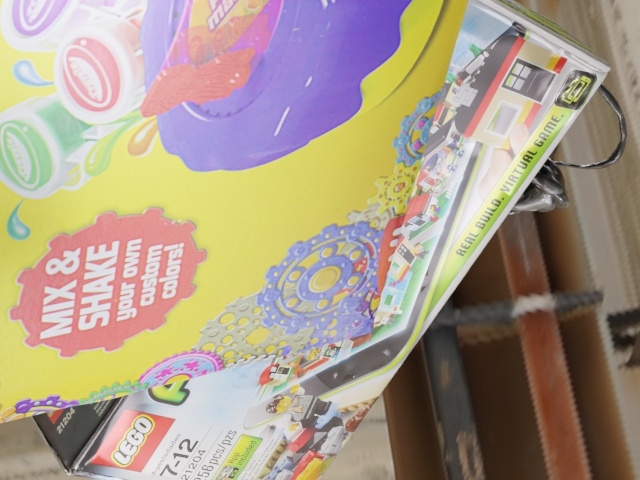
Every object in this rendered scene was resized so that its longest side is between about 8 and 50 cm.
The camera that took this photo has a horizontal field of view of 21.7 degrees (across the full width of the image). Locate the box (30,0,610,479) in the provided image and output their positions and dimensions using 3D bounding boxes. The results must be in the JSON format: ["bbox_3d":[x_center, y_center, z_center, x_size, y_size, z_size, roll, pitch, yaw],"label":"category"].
[{"bbox_3d":[0.000,0.000,0.578,0.207,0.114,0.036,-56,-133,15],"label":"box"}]

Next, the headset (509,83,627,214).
[{"bbox_3d":[0.080,-0.208,0.865,0.243,0.185,0.394,-8,-90,-16],"label":"headset"}]

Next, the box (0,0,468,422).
[{"bbox_3d":[-0.094,-0.151,0.421,0.177,0.290,0.279,-11,-131,-25],"label":"box"}]
